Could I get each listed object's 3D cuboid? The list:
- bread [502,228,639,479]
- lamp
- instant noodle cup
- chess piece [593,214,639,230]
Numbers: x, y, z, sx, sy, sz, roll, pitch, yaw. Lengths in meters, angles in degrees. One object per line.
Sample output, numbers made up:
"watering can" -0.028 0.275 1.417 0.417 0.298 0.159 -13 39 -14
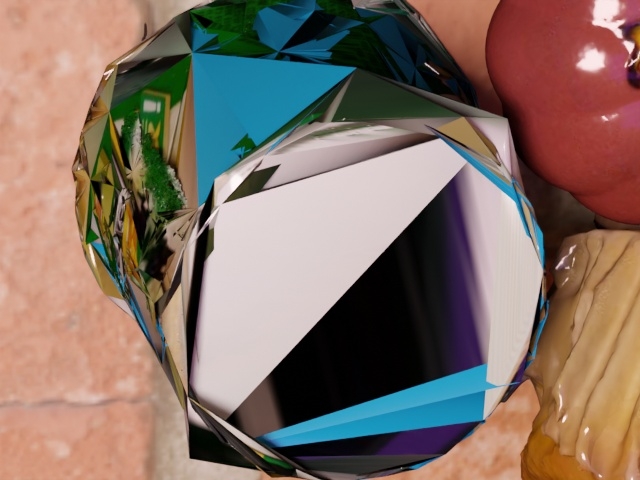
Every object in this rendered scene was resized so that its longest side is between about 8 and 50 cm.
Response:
"bread" 0.241 0.151 0.853 0.389 0.236 0.183 41 65 -39
"lamp" 0.164 -0.098 0.783 0.182 0.140 0.182 -6 107 -20
"instant noodle cup" 0.000 0.000 0.792 0.240 0.178 0.240 -5 113 -13
"chess piece" 0.197 -0.058 0.881 0.066 0.066 0.122 10 105 -17
